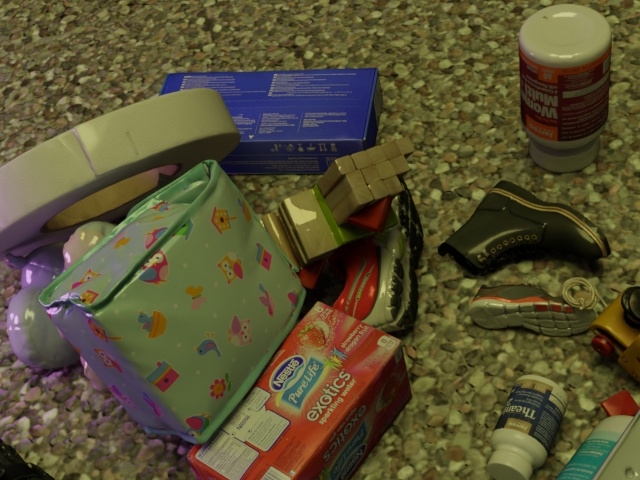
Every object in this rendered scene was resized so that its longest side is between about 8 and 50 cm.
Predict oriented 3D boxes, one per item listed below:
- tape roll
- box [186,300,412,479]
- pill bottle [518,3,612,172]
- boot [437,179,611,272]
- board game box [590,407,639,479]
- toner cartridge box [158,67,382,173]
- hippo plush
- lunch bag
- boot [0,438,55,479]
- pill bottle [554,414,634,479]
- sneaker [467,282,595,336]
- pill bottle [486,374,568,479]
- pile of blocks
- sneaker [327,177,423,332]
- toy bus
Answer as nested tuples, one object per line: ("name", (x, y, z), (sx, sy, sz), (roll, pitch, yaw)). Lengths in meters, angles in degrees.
("tape roll", (-0.292, -0.085, 1.401), (0.392, 0.392, 0.072), (-26, 87, -10))
("box", (-0.017, 0.214, 1.222), (0.128, 0.122, 0.257), (24, 58, 29))
("pill bottle", (0.336, -0.204, 1.442), (0.121, 0.221, 0.121), (-6, 48, 7))
("boot", (0.266, 0.011, 1.380), (0.137, 0.076, 0.198), (-42, 40, -17))
("board game box", (0.387, 0.356, 0.945), (0.390, 0.050, 0.390), (40, 64, 7))
("toner cartridge box", (-0.086, -0.185, 1.623), (0.348, 0.075, 0.165), (1, 49, 13))
("hippo plush", (-0.315, 0.053, 1.358), (0.237, 0.234, 0.294), (-2, 67, 26))
("lunch bag", (-0.150, 0.063, 1.208), (0.160, 0.223, 0.262), (-3, 39, 50))
("boot", (-0.451, 0.362, 1.187), (0.260, 0.131, 0.348), (32, 62, 34))
("pill bottle", (0.276, 0.314, 1.052), (0.146, 0.146, 0.264), (28, 61, 32))
("sneaker", (0.269, 0.076, 1.323), (0.158, 0.061, 0.064), (6, 44, 17))
("pill bottle", (0.234, 0.219, 1.197), (0.067, 0.067, 0.120), (15, 54, 24))
("pile of blocks", (0.000, 0.000, 1.357), (0.149, 0.362, 0.112), (-14, 76, -47))
("sneaker", (0.067, 0.006, 1.406), (0.118, 0.107, 0.279), (-10, 43, 21))
("toy bus", (0.399, 0.110, 1.205), (0.202, 0.104, 0.190), (2, 62, -4))
